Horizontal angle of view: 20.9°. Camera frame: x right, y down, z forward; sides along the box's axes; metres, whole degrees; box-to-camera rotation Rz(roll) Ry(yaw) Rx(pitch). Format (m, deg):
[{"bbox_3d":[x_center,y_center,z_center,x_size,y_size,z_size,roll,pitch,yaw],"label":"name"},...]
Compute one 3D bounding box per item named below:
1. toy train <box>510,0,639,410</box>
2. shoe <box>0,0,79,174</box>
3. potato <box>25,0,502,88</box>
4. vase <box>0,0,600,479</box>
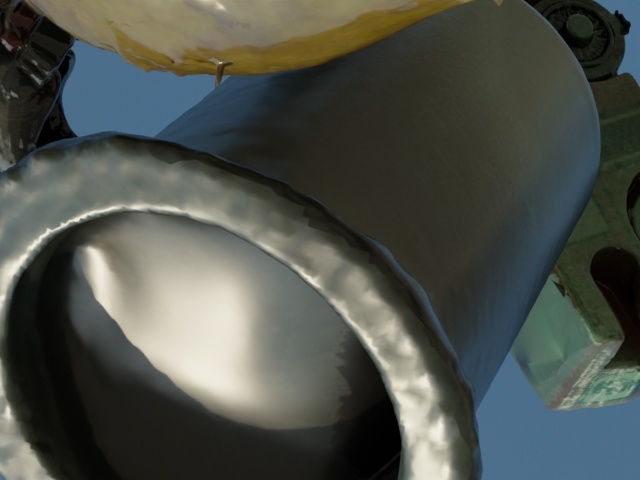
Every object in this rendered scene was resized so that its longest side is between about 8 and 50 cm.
[{"bbox_3d":[0.154,-0.043,1.143,0.159,0.129,0.326,-17,-114,-21],"label":"toy train"},{"bbox_3d":[-0.191,-0.108,1.033,0.112,0.228,0.099,0,-146,12],"label":"shoe"},{"bbox_3d":[-0.025,-0.162,0.598,0.229,0.266,0.229,45,-145,-45],"label":"potato"},{"bbox_3d":[0.000,0.000,0.802,0.245,0.245,0.291,42,-142,-3],"label":"vase"}]
